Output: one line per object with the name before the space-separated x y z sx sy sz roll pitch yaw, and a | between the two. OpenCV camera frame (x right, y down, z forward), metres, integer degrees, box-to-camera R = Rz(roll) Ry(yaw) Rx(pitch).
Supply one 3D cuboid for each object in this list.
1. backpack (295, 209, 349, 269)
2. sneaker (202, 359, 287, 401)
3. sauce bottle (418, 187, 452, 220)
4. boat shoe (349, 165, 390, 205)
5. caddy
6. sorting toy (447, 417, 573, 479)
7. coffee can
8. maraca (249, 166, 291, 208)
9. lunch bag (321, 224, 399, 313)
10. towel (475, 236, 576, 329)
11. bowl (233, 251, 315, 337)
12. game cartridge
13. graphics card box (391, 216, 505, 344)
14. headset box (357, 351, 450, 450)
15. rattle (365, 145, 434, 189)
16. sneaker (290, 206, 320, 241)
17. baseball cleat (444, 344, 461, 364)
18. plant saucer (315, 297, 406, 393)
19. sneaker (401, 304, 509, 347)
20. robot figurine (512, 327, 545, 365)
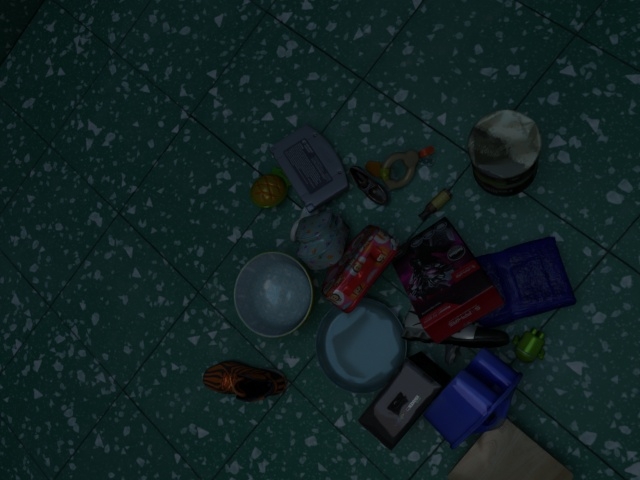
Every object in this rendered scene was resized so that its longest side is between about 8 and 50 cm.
backpack | 0.000 0.000 1.874 0.166 0.144 0.188 -13 48 28
sneaker | -0.291 0.486 1.934 0.322 0.180 0.124 -3 82 18
sauce bottle | 0.380 -0.118 1.855 0.128 0.042 0.042 -43 73 11
boat shoe | 0.160 -0.188 1.920 0.183 0.066 0.066 44 105 20
caddy | 0.453 0.472 1.619 0.241 0.341 0.179 -33 65 -33
sorting toy | 0.565 0.697 1.672 0.255 0.089 0.257 39 96 18
coffee can | 0.557 -0.257 1.688 0.202 0.275 0.201 -2 83 19
maraca | -0.175 -0.194 2.024 0.127 0.099 0.185 38 71 11
lunch bag | 0.125 0.087 1.788 0.120 0.258 0.293 37 89 -7
towel | 0.603 0.131 1.717 0.309 0.076 0.227 -17 79 9
bowl | -0.138 0.187 1.931 0.290 0.156 0.289 -2 83 19
game cartridge | -0.031 -0.264 1.984 0.196 0.060 0.294 -33 72 4
graphics card box | 0.369 0.110 1.698 0.233 0.094 0.370 -35 34 13
headset box | 0.260 0.481 1.697 0.131 0.283 0.246 39 97 19
rattle | 0.276 -0.269 1.914 0.200 0.143 0.130 -40 105 -5
sneaker | -0.057 -0.058 1.988 0.061 0.054 0.152 31 93 16
baseball cleat | 0.415 0.290 1.789 0.110 0.072 0.205 17 79 26
plant saucer | 0.137 0.351 1.873 0.318 0.044 0.317 -4 80 21
sneaker | 0.407 0.246 1.692 0.331 0.122 0.146 2 71 32
robot figurine | 0.640 0.323 1.702 0.101 0.067 0.115 29 93 11
